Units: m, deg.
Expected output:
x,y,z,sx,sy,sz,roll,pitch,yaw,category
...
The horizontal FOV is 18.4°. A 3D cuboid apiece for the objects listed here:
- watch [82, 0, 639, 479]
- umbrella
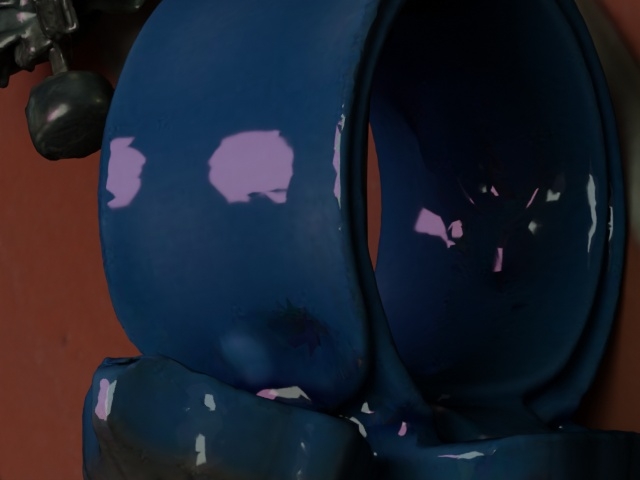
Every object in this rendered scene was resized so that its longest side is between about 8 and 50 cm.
x,y,z,sx,sy,sz,roll,pitch,yaw,category
0.000,0.000,0.844,0.241,0.305,0.274,-1,83,33,watch
-0.165,-0.191,1.139,0.143,0.094,0.349,-41,53,32,umbrella
